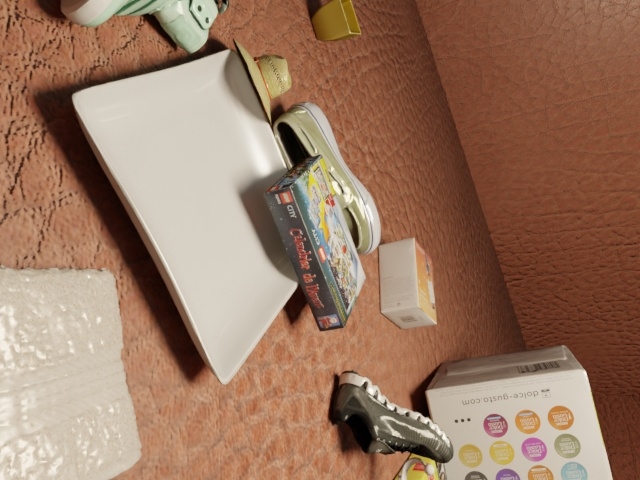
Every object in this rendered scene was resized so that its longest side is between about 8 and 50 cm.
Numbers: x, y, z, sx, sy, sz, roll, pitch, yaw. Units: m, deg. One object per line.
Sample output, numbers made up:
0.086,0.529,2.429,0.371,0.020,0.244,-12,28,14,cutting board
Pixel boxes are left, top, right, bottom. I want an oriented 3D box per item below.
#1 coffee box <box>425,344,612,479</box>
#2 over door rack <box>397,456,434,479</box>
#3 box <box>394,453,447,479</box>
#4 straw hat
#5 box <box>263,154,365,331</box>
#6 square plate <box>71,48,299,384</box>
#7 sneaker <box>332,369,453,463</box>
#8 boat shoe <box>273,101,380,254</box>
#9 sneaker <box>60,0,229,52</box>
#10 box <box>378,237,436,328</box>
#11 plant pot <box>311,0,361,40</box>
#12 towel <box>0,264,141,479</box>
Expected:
0.469,0.462,1.288,0.338,0.338,0.334,6,72,-72,coffee box
0.185,0.566,0.883,0.239,0.108,0.324,51,47,-29,over door rack
0.195,0.497,1.080,0.232,0.058,0.087,-5,85,-63,box
-0.077,-0.251,0.823,0.144,0.061,0.144,156,-90,-88,straw hat
0.000,0.000,0.841,0.233,0.044,0.159,69,24,-19,box
-0.131,-0.054,0.703,0.347,0.049,0.344,67,28,-18,square plate
0.114,0.324,0.906,0.234,0.078,0.106,35,49,-2,sneaker
0.005,-0.096,0.963,0.094,0.109,0.302,-42,107,-45,boat shoe
-0.191,-0.281,0.644,0.151,0.094,0.255,60,32,-37,sneaker
0.202,0.101,1.249,0.130,0.091,0.170,40,44,-51,box
0.030,-0.481,1.194,0.081,0.083,0.081,-40,114,-61,plant pot
-0.235,0.108,0.384,0.282,0.049,0.187,6,73,-70,towel
